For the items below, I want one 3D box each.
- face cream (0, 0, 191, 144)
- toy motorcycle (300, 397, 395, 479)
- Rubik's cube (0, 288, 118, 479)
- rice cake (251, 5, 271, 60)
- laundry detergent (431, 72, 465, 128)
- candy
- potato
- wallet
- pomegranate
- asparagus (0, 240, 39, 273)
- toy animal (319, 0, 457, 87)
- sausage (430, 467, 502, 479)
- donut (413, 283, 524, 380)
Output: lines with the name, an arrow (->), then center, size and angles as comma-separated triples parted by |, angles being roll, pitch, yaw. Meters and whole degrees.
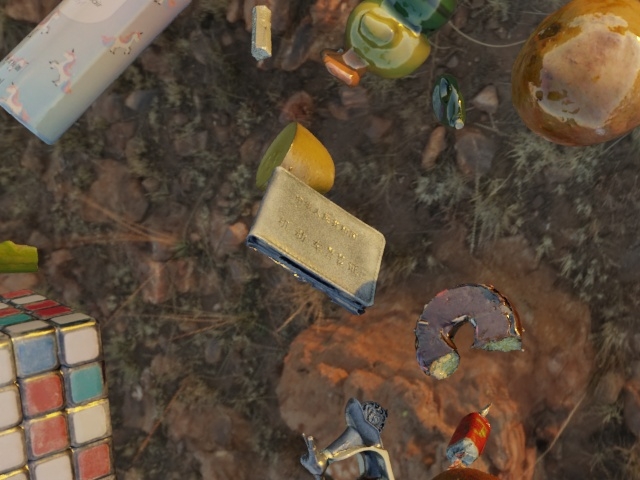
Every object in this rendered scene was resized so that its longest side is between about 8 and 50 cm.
face cream -> -0.181, -0.189, 0.554 | 0.075, 0.075, 0.229 | 39, 82, 16
toy motorcycle -> 0.058, 0.375, 0.976 | 0.091, 0.157, 0.263 | -19, 83, 58
Rubik's cube -> -0.477, 0.248, 0.886 | 0.287, 0.292, 0.293 | 7, 102, 49
rice cake -> -0.178, -0.629, 1.944 | 0.057, 0.256, 0.052 | -8, 139, 4
laundry detergent -> 0.364, -0.380, 1.804 | 0.063, 0.211, 0.137 | 2, 126, -6
candy -> 0.357, 0.474, 1.547 | 0.086, 0.292, 0.059 | -39, 86, 31
potato -> -0.042, -0.161, 1.471 | 0.158, 0.203, 0.178 | 29, 78, -15
wallet -> 0.001, -0.001, 0.976 | 0.222, 0.167, 0.036 | 35, 133, -17
pomegranate -> 0.594, -0.353, 1.412 | 0.338, 0.338, 0.338 | 9, 109, 29
asparagus -> -0.628, 0.035, 1.190 | 0.060, 0.278, 0.067 | 26, 103, 26
toy animal -> 0.164, -0.466, 1.421 | 0.191, 0.216, 0.338 | 41, 104, -14
sausage -> 0.272, 0.456, 1.132 | 0.302, 0.076, 0.103 | 152, 132, -68
donut -> 0.447, 0.270, 2.006 | 0.345, 0.136, 0.259 | -28, 47, 19
